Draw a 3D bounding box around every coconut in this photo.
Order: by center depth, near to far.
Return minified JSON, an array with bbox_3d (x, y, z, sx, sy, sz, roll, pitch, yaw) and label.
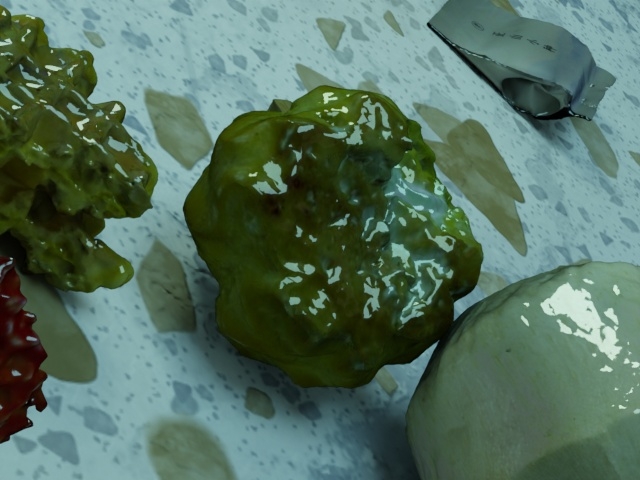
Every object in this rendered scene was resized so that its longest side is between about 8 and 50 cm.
[{"bbox_3d":[0.236,0.184,1.356,0.329,0.329,0.328,30,34,-23],"label":"coconut"}]

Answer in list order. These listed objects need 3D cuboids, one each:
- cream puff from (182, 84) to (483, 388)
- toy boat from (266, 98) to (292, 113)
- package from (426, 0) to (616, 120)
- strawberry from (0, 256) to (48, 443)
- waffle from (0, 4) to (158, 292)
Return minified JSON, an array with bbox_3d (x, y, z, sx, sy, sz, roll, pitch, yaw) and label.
[{"bbox_3d":[0.002,0.000,1.396,0.282,0.185,0.281,6,78,-31],"label":"cream puff"},{"bbox_3d":[-0.017,-0.055,1.569,0.072,0.064,0.206,5,47,-28],"label":"toy boat"},{"bbox_3d":[0.271,-0.248,2.156,0.251,0.062,0.204,33,31,5],"label":"package"},{"bbox_3d":[-0.298,0.071,0.946,0.234,0.234,0.178,43,38,-3],"label":"strawberry"},{"bbox_3d":[-0.276,-0.063,1.178,0.261,0.151,0.324,50,25,12],"label":"waffle"}]
